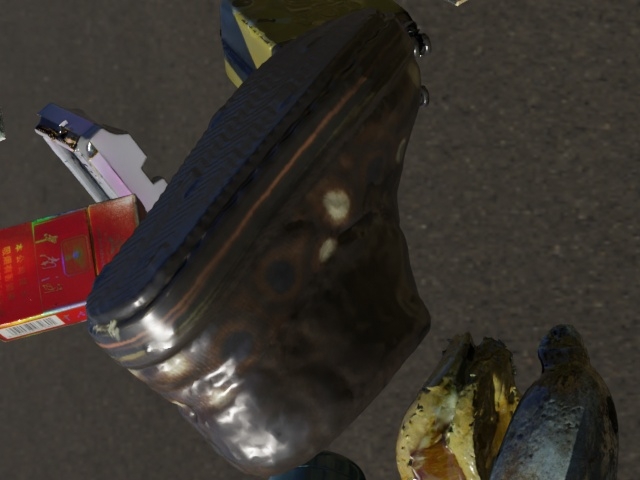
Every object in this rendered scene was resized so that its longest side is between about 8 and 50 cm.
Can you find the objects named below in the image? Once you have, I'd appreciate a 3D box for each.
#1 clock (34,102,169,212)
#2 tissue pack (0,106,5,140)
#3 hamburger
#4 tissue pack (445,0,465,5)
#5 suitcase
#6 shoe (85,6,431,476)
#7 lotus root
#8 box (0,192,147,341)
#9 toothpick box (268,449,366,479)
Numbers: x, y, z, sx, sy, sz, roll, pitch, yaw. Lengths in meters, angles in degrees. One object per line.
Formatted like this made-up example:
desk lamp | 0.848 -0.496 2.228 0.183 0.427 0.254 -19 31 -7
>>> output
clock | -0.336 -0.113 1.902 0.083 0.253 0.186 -47 41 -16
tissue pack | -0.558 -0.187 1.897 0.023 0.108 0.056 -12 86 49
hamburger | 0.202 0.293 1.615 0.132 0.211 0.309 5 127 42
tissue pack | 0.211 -0.419 1.540 0.090 0.222 0.186 24 123 26
suitcase | -0.001 -0.215 1.409 0.235 0.193 0.143 49 150 48
shoe | 0.000 0.000 0.968 0.171 0.237 0.384 -10 39 50
lotus root | 0.292 0.259 1.430 0.139 0.158 0.322 11 71 25
box | -0.259 0.029 1.226 0.048 0.175 0.112 66 -171 -65
toothpick box | -0.013 0.350 1.398 0.120 0.120 0.184 -53 20 46
